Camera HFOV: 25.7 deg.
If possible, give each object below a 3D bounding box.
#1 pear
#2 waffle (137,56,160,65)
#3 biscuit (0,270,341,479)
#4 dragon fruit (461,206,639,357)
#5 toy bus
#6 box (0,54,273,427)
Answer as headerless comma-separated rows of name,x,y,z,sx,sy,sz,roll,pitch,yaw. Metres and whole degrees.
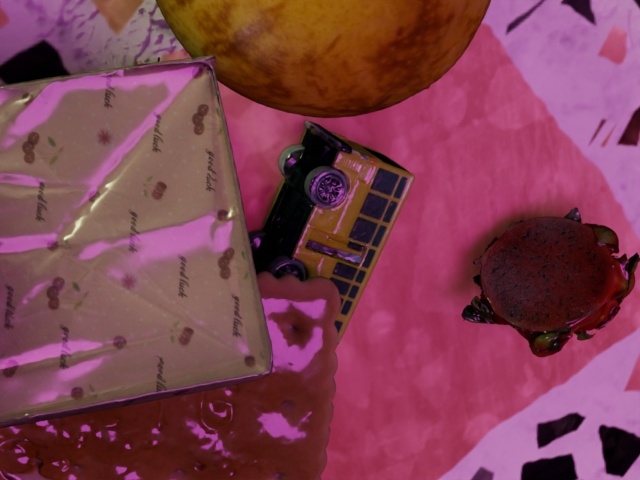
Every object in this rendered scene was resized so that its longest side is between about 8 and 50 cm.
pear,-0.003,-0.229,0.990,0.281,0.281,0.280,-9,113,-21
waffle,-0.129,-0.102,1.114,0.075,0.029,0.083,14,101,-29
biscuit,-0.150,0.121,1.127,0.325,0.044,0.217,4,110,-6
dragon fruit,0.225,0.044,1.281,0.175,0.142,0.138,22,64,-50
toy bus,0.000,0.000,1.177,0.101,0.088,0.175,19,101,-27
box,-0.199,0.014,0.975,0.297,0.190,0.225,-10,87,-12
